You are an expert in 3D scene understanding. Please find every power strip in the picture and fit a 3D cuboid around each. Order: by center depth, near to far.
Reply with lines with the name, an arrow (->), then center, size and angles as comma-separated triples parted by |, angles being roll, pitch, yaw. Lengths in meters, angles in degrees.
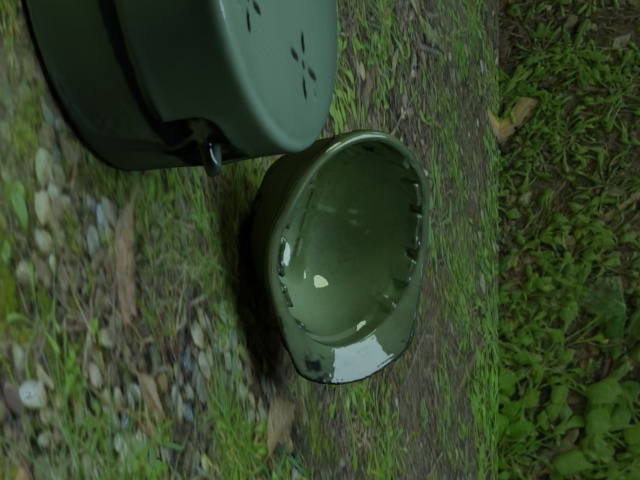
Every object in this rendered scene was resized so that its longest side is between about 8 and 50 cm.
power strip -> -0.109, -0.219, 1.356 | 0.357, 0.161, 0.357 | -6, 90, -73

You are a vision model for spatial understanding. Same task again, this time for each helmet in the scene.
helmet -> -0.002, 0.003, 1.654 | 0.204, 0.137, 0.257 | -8, 109, -37
